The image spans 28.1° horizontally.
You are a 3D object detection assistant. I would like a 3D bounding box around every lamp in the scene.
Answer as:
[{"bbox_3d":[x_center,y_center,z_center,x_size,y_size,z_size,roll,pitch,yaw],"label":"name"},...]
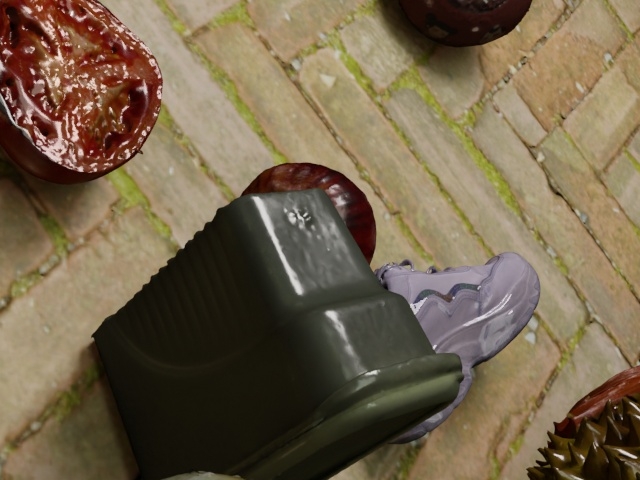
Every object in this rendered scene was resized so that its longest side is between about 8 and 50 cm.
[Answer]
[{"bbox_3d":[0.153,-0.286,1.379,0.157,0.135,0.157,3,91,-7],"label":"lamp"}]

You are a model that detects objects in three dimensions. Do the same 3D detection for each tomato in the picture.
[{"bbox_3d":[-0.216,-0.118,1.005,0.166,0.082,0.174,38,44,-23],"label":"tomato"}]

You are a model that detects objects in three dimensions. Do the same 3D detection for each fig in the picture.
[{"bbox_3d":[0.000,0.000,1.093,0.150,0.128,0.128,21,55,-27],"label":"fig"}]

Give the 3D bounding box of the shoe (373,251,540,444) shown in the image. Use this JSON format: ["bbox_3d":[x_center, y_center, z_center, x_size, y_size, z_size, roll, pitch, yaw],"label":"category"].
[{"bbox_3d":[0.100,0.065,1.163,0.137,0.095,0.245,53,51,-8],"label":"shoe"}]

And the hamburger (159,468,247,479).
[{"bbox_3d":[-0.095,0.311,0.740,0.195,0.277,0.317,-12,76,-39],"label":"hamburger"}]

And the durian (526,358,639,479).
[{"bbox_3d":[0.340,0.259,1.103,0.347,0.348,0.384,46,48,-11],"label":"durian"}]

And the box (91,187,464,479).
[{"bbox_3d":[-0.046,0.089,0.911,0.138,0.274,0.178,-10,67,-44],"label":"box"}]
